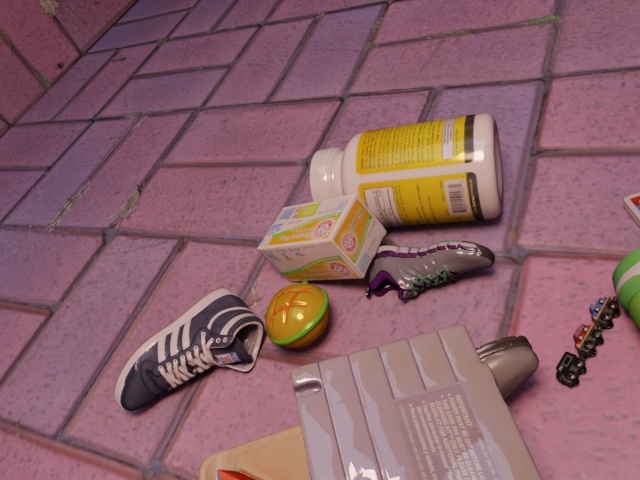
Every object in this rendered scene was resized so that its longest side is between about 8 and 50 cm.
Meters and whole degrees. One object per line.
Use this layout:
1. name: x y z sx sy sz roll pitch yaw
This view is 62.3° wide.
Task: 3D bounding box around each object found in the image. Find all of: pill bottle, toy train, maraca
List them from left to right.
1. maraca: -0.046 0.124 0.934 0.127 0.099 0.186 -38 19 -6
2. pill bottle: 0.159 -0.121 0.989 0.334 0.188 0.188 -4 49 23
3. toy train: 0.381 0.139 0.756 0.158 0.027 0.036 -48 36 -19

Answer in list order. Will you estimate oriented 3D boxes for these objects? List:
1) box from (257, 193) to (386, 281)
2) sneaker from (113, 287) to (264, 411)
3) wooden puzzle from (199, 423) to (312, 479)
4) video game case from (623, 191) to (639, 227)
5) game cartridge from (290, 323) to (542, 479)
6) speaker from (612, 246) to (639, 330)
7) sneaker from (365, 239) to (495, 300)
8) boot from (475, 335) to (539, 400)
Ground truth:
1. box: 0.000 0.000 0.976 0.203 0.103 0.114 -7 44 46
2. sneaker: -0.223 0.212 0.935 0.282 0.099 0.153 -44 44 -20
3. wooden puzzle: -0.015 0.372 0.617 0.348 0.080 0.322 -25 52 22
4. video game case: 0.615 0.002 0.767 0.204 0.025 0.285 -19 45 10
5. game cartridge: 0.113 0.270 0.541 0.230 0.068 0.355 -12 51 -5
6. speaker: 0.478 0.138 0.635 0.131 0.131 0.296 -19 45 9
7. sneaker: 0.182 0.061 0.900 0.224 0.083 0.098 -5 57 37
8. boot: 0.186 0.294 0.657 0.338 0.118 0.222 -42 46 6
